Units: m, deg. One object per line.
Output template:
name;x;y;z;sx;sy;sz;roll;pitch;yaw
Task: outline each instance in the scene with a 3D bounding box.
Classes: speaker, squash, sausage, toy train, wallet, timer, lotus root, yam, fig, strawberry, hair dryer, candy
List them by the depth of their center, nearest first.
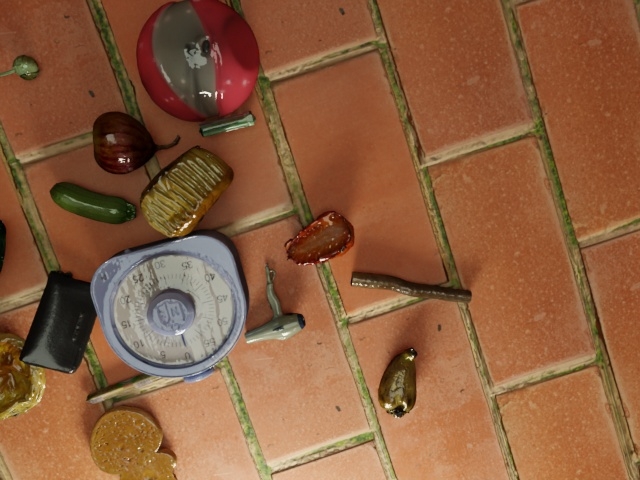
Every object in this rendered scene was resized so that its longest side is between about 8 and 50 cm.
speaker;-0.301;-0.431;1.571;0.294;0.294;0.294;0;98;-3
fig;-0.477;-0.228;1.611;0.149;0.148;0.202;-24;137;33
candy;-0.792;-0.406;1.615;0.202;0.061;0.061;-15;99;7
toy train;-0.235;-0.292;1.645;0.148;0.071;0.038;-14;99;-1
squash;-0.574;-0.091;1.655;0.219;0.068;0.077;14;92;-6
timer;-0.360;0.179;1.655;0.395;0.173;0.395;-1;97;-4
wallet;-0.652;0.206;1.663;0.149;0.044;0.250;20;74;-15
strawberry;0.000;0.000;1.704;0.188;0.082;0.121;-23;79;9
hair dryer;-0.153;0.185;1.733;0.167;0.067;0.199;-33;88;7
sausage;-0.502;0.382;1.744;0.269;0.033;0.033;-21;99;0
yam;0.242;0.126;1.747;0.326;0.045;0.045;9;66;-6
lotus root;0.216;0.375;1.760;0.108;0.094;0.191;12;89;-28

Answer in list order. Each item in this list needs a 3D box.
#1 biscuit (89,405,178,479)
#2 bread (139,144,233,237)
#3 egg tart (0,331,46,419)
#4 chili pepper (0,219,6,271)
biscuit;-0.496;0.578;1.767;0.202;0.044;0.289;-37;100;3
bread;-0.320;-0.115;1.576;0.142;0.253;0.227;39;91;-5
egg tart;-0.816;0.344;1.685;0.241;0.106;0.241;0;96;-1
chili pepper;-0.860;-0.008;1.605;0.173;0.165;0.261;11;101;14
